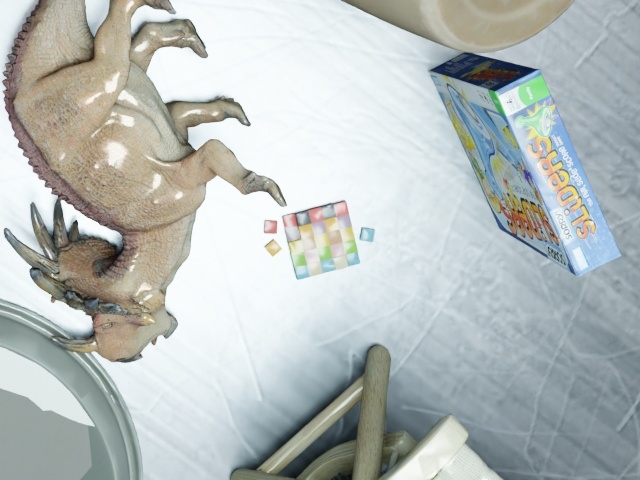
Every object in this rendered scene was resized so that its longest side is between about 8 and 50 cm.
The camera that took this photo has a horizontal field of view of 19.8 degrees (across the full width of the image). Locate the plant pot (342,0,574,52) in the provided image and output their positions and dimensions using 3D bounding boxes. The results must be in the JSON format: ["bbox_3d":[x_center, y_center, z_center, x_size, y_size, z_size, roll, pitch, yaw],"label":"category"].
[{"bbox_3d":[0.064,-0.238,1.159,0.263,0.229,0.263,-24,137,-24],"label":"plant pot"}]

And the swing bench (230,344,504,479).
[{"bbox_3d":[0.089,0.234,1.277,0.165,0.255,0.253,-43,103,-1],"label":"swing bench"}]

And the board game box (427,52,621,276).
[{"bbox_3d":[0.137,-0.058,1.266,0.035,0.201,0.136,-27,101,-4],"label":"board game box"}]

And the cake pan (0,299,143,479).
[{"bbox_3d":[-0.272,0.185,1.313,0.293,0.054,0.293,-2,99,-10],"label":"cake pan"}]

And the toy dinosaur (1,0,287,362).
[{"bbox_3d":[-0.154,-0.061,1.263,0.200,0.127,0.296,-30,97,3],"label":"toy dinosaur"}]

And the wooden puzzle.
[{"bbox_3d":[0.000,0.000,1.352,0.083,0.006,0.049,-15,101,-7],"label":"wooden puzzle"}]
